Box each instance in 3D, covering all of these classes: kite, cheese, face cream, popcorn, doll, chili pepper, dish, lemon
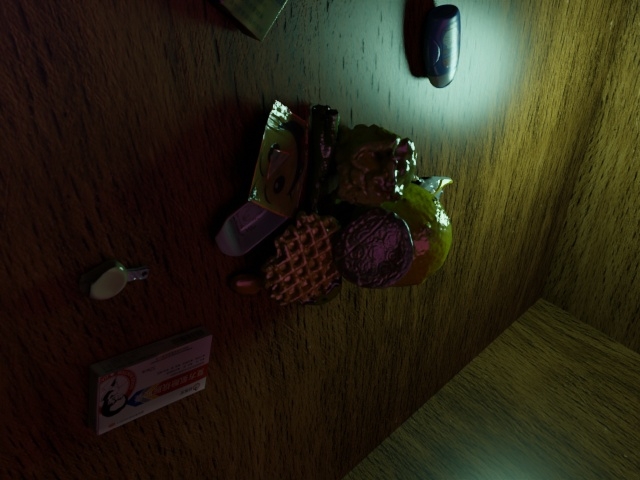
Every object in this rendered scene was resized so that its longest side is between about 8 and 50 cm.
[{"bbox_3d":[-0.107,-0.195,1.647,0.327,0.013,0.378,-52,147,-45],"label":"kite"},{"bbox_3d":[-0.494,0.086,1.479,0.171,0.047,0.092,-28,140,-33],"label":"cheese"},{"bbox_3d":[0.385,-0.601,1.938,0.149,0.083,0.264,-36,141,-21],"label":"face cream"},{"bbox_3d":[0.151,-0.221,1.835,0.293,0.237,0.293,-32,138,-33],"label":"popcorn"},{"bbox_3d":[0.360,-0.188,2.234,0.316,0.103,0.146,5,118,-46],"label":"doll"},{"bbox_3d":[0.005,-0.221,1.793,0.076,0.084,0.359,-56,155,-52],"label":"chili pepper"},{"bbox_3d":[-0.201,-0.063,1.694,0.234,0.064,0.154,-41,143,-21],"label":"dish"},{"bbox_3d":[0.260,-0.008,2.050,0.350,0.350,0.387,-39,151,-22],"label":"lemon"}]

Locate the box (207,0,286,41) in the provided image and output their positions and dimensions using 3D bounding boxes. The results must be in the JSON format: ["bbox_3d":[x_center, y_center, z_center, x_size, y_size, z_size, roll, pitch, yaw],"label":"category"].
[{"bbox_3d":[-0.131,-0.585,1.346,0.159,0.071,0.240,28,95,-53],"label":"box"}]

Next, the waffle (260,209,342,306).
[{"bbox_3d":[-0.033,0.068,1.829,0.307,0.060,0.312,33,89,-39],"label":"waffle"}]

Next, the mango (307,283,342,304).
[{"bbox_3d":[-0.048,0.119,1.962,0.293,0.143,0.175,27,107,-45],"label":"mango"}]

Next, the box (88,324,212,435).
[{"bbox_3d":[-0.477,0.389,1.736,0.353,0.069,0.214,-15,128,-41],"label":"box"}]

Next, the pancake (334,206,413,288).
[{"bbox_3d":[0.164,0.031,1.842,0.250,0.031,0.250,-1,98,-9],"label":"pancake"}]

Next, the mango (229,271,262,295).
[{"bbox_3d":[-0.223,0.129,1.831,0.114,0.057,0.079,14,114,-50],"label":"mango"}]
